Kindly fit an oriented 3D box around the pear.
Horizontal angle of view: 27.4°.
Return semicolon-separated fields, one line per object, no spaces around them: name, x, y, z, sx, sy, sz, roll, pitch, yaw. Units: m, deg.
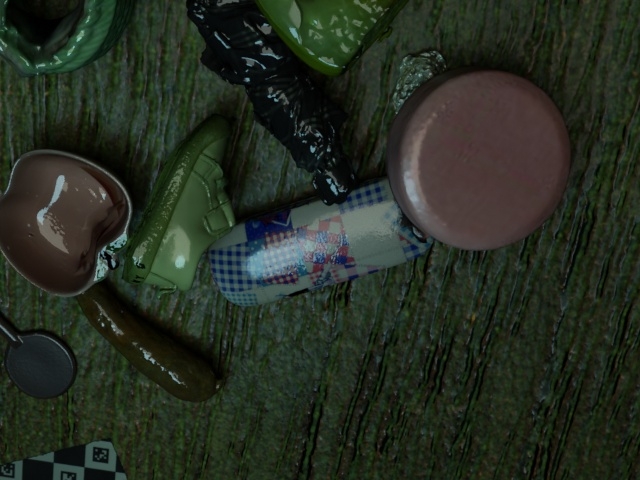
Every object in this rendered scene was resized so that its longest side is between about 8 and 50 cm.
pear;0.009;-0.412;1.618;0.318;0.238;0.342;38;90;-3

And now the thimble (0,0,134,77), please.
thimble;-0.357;-0.327;1.732;0.219;0.150;0.219;4;110;10

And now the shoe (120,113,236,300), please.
shoe;-0.185;-0.046;1.799;0.128;0.140;0.262;33;77;-25

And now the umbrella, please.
umbrella;-0.039;-0.214;1.744;0.154;0.128;0.336;-40;95;27

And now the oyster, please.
oyster;0.134;-0.201;1.777;0.098;0.037;0.100;-22;103;12

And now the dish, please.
dish;-0.354;-0.034;1.861;0.213;0.090;0.213;2;105;7

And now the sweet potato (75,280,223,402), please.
sweet potato;-0.263;0.146;1.919;0.273;0.075;0.075;39;107;-1

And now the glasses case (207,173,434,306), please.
glasses case;0.000;0.000;1.835;0.327;0.076;0.125;-17;102;11

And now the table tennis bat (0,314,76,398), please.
table tennis bat;-0.445;0.183;1.923;0.107;0.119;0.170;-39;101;16

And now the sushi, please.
sushi;-0.419;0.460;2.042;0.290;0.050;0.264;-17;104;12

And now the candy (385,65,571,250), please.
candy;0.205;-0.102;1.737;0.255;0.094;0.255;-3;102;-13
